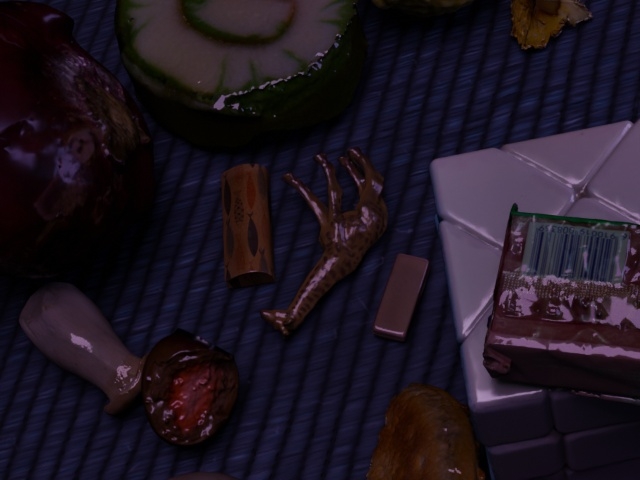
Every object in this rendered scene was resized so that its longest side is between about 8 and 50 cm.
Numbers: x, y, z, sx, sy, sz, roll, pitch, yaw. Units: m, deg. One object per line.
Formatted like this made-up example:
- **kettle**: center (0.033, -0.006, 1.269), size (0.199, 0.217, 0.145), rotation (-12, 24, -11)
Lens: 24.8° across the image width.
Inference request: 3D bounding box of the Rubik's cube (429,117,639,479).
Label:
- **Rubik's cube**: center (0.311, 0.084, 1.627), size (0.319, 0.316, 0.322), rotation (-12, 60, 7)

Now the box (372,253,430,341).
- **box**: center (0.103, 0.073, 1.850), size (0.048, 0.025, 0.115), rotation (13, 65, 14)

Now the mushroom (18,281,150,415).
- **mushroom**: center (-0.301, 0.135, 1.876), size (0.212, 0.088, 0.097), rotation (33, 41, 21)

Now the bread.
- **bread**: center (-0.102, -0.311, 2.057), size (0.366, 0.129, 0.382), rotation (15, 65, 21)

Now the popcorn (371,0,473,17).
- **popcorn**: center (0.139, -0.442, 2.013), size (0.224, 0.270, 0.258), rotation (-48, 52, 35)

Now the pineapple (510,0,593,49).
- **pineapple**: center (0.320, -0.320, 1.999), size (0.114, 0.077, 0.114), rotation (-2, 64, -3)

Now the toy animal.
- **toy animal**: center (0.010, 0.002, 1.892), size (0.149, 0.054, 0.275), rotation (8, 71, 1)

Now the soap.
- **soap**: center (0.296, 0.061, 1.404), size (0.273, 0.098, 0.218), rotation (6, 63, 16)

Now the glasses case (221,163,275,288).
- **glasses case**: center (-0.099, -0.021, 1.942), size (0.065, 0.041, 0.170), rotation (-9, 60, 9)

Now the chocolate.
- **chocolate**: center (-0.167, 0.185, 1.793), size (0.124, 0.127, 0.133), rotation (30, 80, 8)

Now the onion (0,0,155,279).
- **onion**: center (-0.455, -0.103, 1.920), size (0.420, 0.398, 0.398), rotation (-29, 53, 31)

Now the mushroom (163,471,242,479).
- **mushroom**: center (-0.137, 0.362, 1.659), size (0.206, 0.206, 0.209), rotation (-37, 82, -9)

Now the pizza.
- **pizza**: center (0.108, 0.302, 1.651), size (0.086, 0.226, 0.335), rotation (25, 29, -18)
